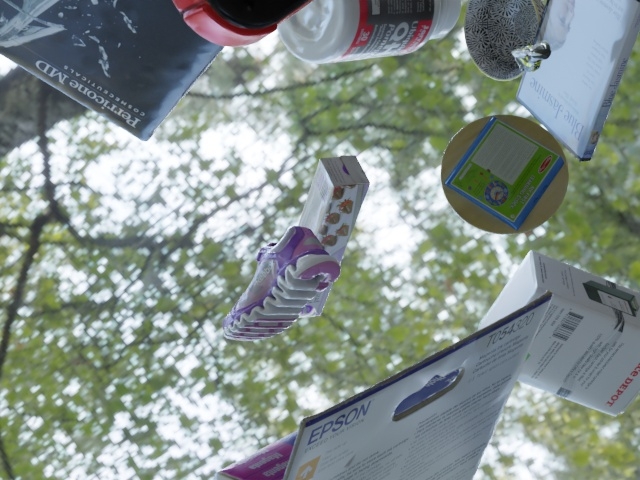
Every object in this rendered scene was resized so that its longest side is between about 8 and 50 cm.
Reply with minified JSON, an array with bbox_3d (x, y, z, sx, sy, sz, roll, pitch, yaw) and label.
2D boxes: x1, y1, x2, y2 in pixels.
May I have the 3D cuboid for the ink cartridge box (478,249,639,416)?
[{"bbox_3d":[0.462,0.173,2.158,0.289,0.211,0.121,21,-145,-12],"label":"ink cartridge box"}]

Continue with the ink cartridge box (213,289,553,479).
[{"bbox_3d":[0.031,0.200,0.976,0.071,0.330,0.324,34,-146,30],"label":"ink cartridge box"}]

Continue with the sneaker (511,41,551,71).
[{"bbox_3d":[0.288,-0.244,1.593,0.031,0.083,0.035,-25,-75,-11],"label":"sneaker"}]

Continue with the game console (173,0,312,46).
[{"bbox_3d":[-0.044,-0.412,1.155,0.386,0.060,0.342,-40,-72,-26],"label":"game console"}]

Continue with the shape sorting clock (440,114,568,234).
[{"bbox_3d":[0.297,-0.106,1.920,0.040,0.206,0.206,74,178,-70],"label":"shape sorting clock"}]

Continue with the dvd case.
[{"bbox_3d":[0.361,-0.263,1.666,0.022,0.253,0.180,-7,-141,-26],"label":"dvd case"}]

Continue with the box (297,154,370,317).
[{"bbox_3d":[0.000,0.000,1.876,0.063,0.324,0.067,-6,-130,-23],"label":"box"}]

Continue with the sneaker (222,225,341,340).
[{"bbox_3d":[-0.068,0.062,1.764,0.095,0.236,0.104,6,-129,-44],"label":"sneaker"}]

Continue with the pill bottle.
[{"bbox_3d":[0.090,-0.396,1.999,0.319,0.176,0.176,-15,-106,-44],"label":"pill bottle"}]

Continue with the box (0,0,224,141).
[{"bbox_3d":[-0.277,-0.454,1.488,0.480,0.472,0.297,31,-129,-16],"label":"box"}]

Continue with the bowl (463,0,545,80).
[{"bbox_3d":[0.323,-0.352,1.957,0.080,0.170,0.170,-13,-108,-36],"label":"bowl"}]
